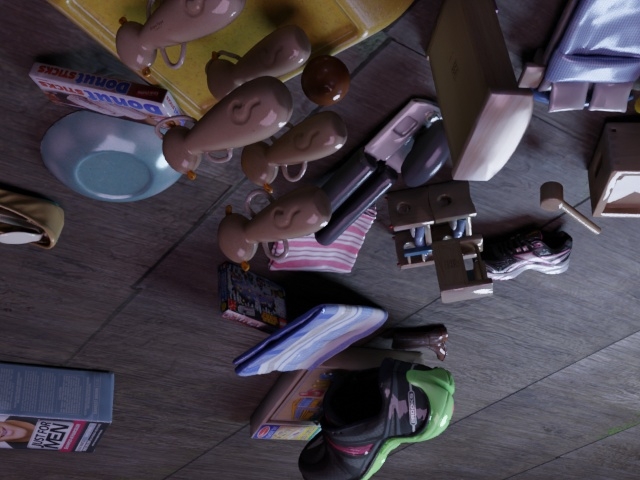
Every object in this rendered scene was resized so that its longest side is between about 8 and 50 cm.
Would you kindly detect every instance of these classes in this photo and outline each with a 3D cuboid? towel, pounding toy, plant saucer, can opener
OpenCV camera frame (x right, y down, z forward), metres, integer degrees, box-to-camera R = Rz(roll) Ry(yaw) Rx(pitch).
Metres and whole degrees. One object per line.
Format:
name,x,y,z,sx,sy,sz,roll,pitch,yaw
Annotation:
towel,-0.009,0.177,1.461,0.209,0.034,0.285,-35,160,18
pounding toy,0.423,-0.090,1.199,0.205,0.094,0.181,1,152,5
plant saucer,-0.108,-0.258,0.859,0.332,0.081,0.333,-23,143,24
can opener,0.072,-0.079,1.134,0.076,0.095,0.283,27,125,-29
towel,0.000,0.000,1.313,0.144,0.029,0.197,3,146,-12
plant saucer,-0.277,-0.100,1.108,0.194,0.038,0.195,-4,147,-3

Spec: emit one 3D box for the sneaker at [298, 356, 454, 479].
sneaker,0.077,0.360,1.686,0.202,0.185,0.483,28,134,-15

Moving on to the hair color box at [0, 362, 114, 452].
hair color box,-0.619,0.331,1.634,0.374,0.114,0.185,10,144,-22

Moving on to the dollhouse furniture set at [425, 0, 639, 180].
dollhouse furniture set,0.301,-0.212,0.890,0.303,0.198,0.286,0,146,-10

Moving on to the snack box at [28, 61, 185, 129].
snack box,-0.246,-0.166,0.951,0.178,0.022,0.064,14,160,17

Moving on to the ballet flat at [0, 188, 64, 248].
ballet flat,-0.469,-0.041,1.131,0.232,0.073,0.080,13,141,-27

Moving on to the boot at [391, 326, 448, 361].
boot,0.197,0.214,1.663,0.114,0.037,0.106,-9,134,-2

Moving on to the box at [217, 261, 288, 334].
box,-0.113,0.101,1.388,0.027,0.094,0.137,-31,140,33

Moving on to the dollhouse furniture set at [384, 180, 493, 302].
dollhouse furniture set,0.178,0.026,1.241,0.128,0.184,0.129,-10,147,6

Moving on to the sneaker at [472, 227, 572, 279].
sneaker,0.336,0.011,1.367,0.178,0.072,0.077,-6,136,-14

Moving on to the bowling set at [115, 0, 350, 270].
bowling set,-0.062,-0.123,0.849,0.154,0.287,0.200,-21,178,32

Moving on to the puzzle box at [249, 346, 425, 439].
puzzle box,0.025,0.349,1.825,0.272,0.052,0.409,7,144,-19
